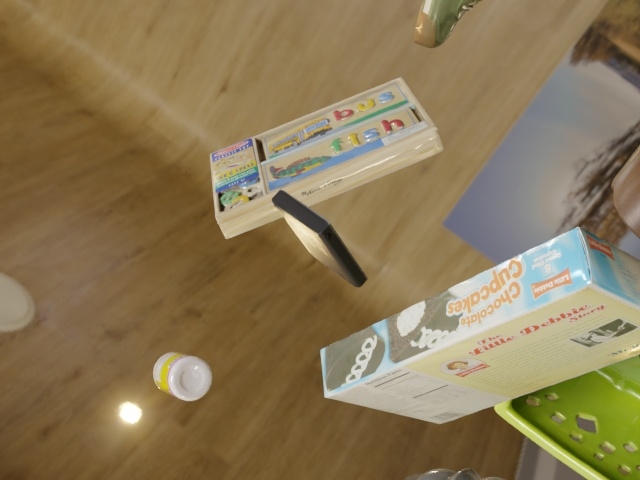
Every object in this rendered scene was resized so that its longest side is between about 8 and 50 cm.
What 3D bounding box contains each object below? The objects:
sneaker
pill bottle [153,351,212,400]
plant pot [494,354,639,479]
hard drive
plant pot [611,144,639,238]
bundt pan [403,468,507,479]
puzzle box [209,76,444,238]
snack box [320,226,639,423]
[{"bbox_3d":[0.160,-0.266,0.822,0.086,0.192,0.064,24,-153,11],"label":"sneaker"},{"bbox_3d":[-0.141,0.134,0.856,0.043,0.043,0.083,25,167,-23],"label":"pill bottle"},{"bbox_3d":[0.408,0.176,1.154,0.228,0.227,0.207,35,-149,27],"label":"plant pot"},{"bbox_3d":[0.000,0.000,1.062,0.094,0.022,0.135,35,167,38],"label":"hard drive"},{"bbox_3d":[0.393,-0.076,0.865,0.167,0.165,0.167,14,-131,-16],"label":"plant pot"},{"bbox_3d":[0.233,0.432,1.198,0.331,0.331,0.124,33,-125,-4],"label":"bundt pan"},{"bbox_3d":[-0.002,-0.160,1.557,0.272,0.409,0.052,-108,-5,-60],"label":"puzzle box"},{"bbox_3d":[0.176,0.101,0.853,0.187,0.322,0.060,22,-128,-38],"label":"snack box"}]
